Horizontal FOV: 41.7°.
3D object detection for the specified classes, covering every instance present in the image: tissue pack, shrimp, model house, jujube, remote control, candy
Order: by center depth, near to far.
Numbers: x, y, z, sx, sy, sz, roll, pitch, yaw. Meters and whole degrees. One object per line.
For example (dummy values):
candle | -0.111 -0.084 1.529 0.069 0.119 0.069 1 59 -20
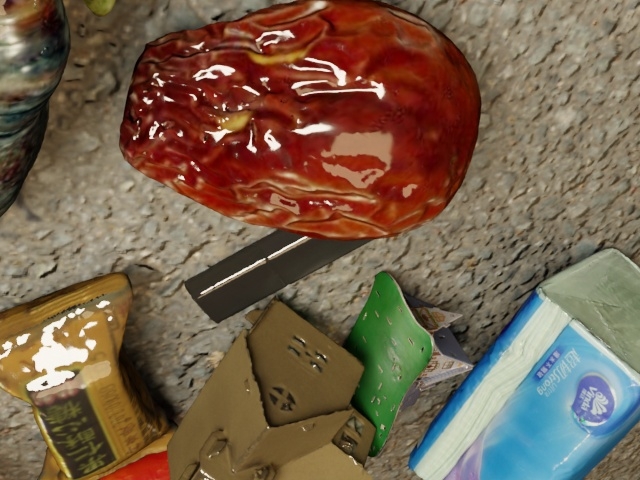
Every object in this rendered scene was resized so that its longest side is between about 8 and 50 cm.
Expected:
shrimp | -0.228 -0.077 0.472 0.137 0.172 0.372 24 151 -30
jujube | -0.013 -0.083 0.566 0.236 0.168 0.168 5 130 -8
model house | -0.056 0.205 0.698 0.176 0.248 0.181 35 125 1
candy | -0.203 0.140 0.723 0.143 0.101 0.271 -20 142 -14
remote control | 0.000 0.000 0.728 0.245 0.025 0.063 -29 140 5
model house | 0.089 0.118 0.815 0.088 0.117 0.167 1 127 -29
tissue pack | 0.238 0.160 0.855 0.198 0.146 0.263 -17 144 -49

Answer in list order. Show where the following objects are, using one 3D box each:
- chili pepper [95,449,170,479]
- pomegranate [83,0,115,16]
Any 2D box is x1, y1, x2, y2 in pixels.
chili pepper | -0.220 0.296 0.860 0.368 0.092 0.137 -27 135 4
pomegranate | -0.079 -0.233 0.333 0.260 0.261 0.341 -9 156 -15
